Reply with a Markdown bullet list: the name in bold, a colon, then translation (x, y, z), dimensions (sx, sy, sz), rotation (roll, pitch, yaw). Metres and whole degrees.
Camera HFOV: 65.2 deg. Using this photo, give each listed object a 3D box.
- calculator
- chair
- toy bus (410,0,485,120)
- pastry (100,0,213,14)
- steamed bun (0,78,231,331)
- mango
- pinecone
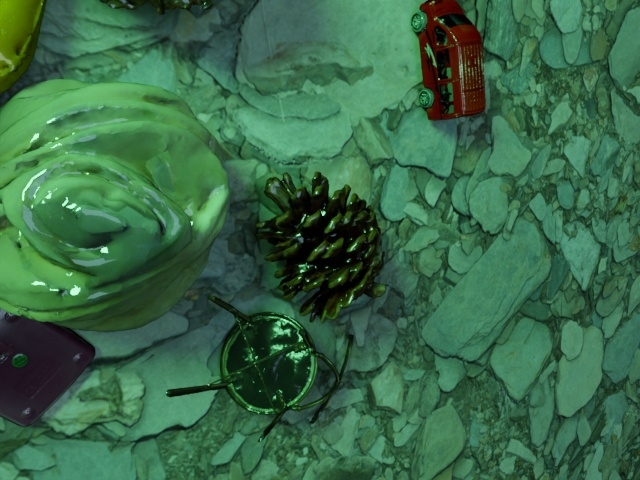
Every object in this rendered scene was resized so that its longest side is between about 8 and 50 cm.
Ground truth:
- **calculator**: translation (-0.371, 0.127, 0.579), dimensions (0.126, 0.034, 0.190), rotation (-51, 121, -16)
- **chair**: translation (-0.065, 0.182, 0.723), dimensions (0.325, 0.170, 0.159), rotation (49, 61, -75)
- **toy bus**: translation (0.215, -0.300, 0.826), dimensions (0.081, 0.089, 0.195), rotation (-18, 108, -28)
- **pastry**: translation (-0.179, -0.342, 0.477), dimensions (0.275, 0.192, 0.274), rotation (-9, 135, -9)
- **steamed bun**: translation (-0.226, -0.041, 0.535), dimensions (0.268, 0.207, 0.280), rotation (22, 85, -33)
- **mango**: translation (-0.345, -0.216, 0.511), dimensions (0.101, 0.066, 0.187), rotation (31, 77, -24)
- **pinecone**: translation (0.002, -0.002, 0.703), dimensions (0.169, 0.185, 0.212), rotation (-23, 92, -2)
